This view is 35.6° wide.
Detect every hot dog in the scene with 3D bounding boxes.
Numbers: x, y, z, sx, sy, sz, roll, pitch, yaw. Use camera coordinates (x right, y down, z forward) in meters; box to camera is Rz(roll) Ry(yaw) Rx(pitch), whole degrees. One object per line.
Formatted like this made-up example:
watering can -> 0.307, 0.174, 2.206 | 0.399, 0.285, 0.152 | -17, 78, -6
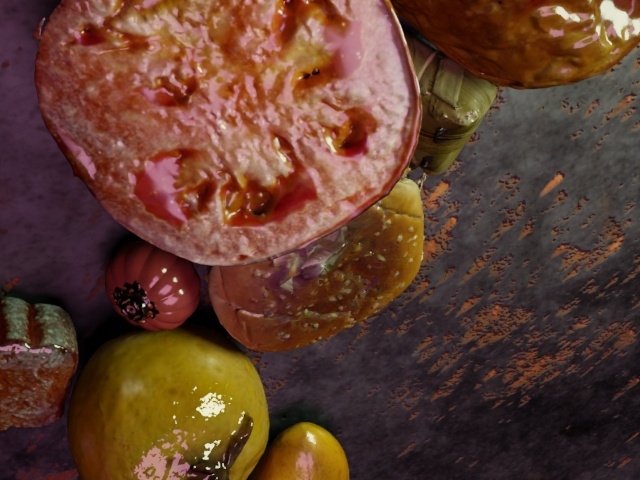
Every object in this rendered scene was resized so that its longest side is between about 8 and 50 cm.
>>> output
hot dog -> 0.142, -0.302, 0.845 | 0.267, 0.174, 0.387 | -40, 126, 12

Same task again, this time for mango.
mango -> -0.030, 0.329, 1.372 | 0.141, 0.102, 0.217 | 9, 127, 5

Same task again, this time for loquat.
loquat -> -0.168, 0.210, 1.127 | 0.244, 0.244, 0.244 | -9, 131, -11

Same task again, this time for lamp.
lamp -> -0.182, 0.048, 1.082 | 0.107, 0.092, 0.107 | 13, 129, 17

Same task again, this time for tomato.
tomato -> -0.073, -0.146, 0.901 | 0.338, 0.144, 0.338 | 2, 118, 4

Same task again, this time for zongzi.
zongzi -> 0.077, -0.149, 1.041 | 0.178, 0.081, 0.189 | 35, 157, 4

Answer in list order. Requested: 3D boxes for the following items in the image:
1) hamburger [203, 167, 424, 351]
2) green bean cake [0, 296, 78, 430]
hamburger -> 0.000, 0.000, 1.076 | 0.243, 0.146, 0.286 | 18, 120, -38
green bean cake -> -0.393, 0.147, 1.094 | 0.232, 0.097, 0.198 | 5, 126, -22
